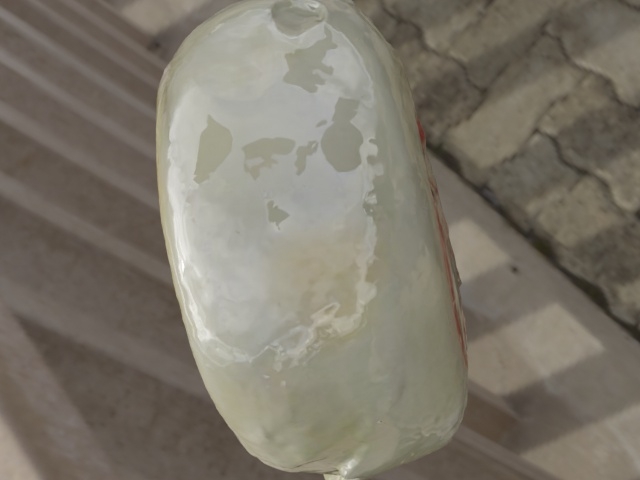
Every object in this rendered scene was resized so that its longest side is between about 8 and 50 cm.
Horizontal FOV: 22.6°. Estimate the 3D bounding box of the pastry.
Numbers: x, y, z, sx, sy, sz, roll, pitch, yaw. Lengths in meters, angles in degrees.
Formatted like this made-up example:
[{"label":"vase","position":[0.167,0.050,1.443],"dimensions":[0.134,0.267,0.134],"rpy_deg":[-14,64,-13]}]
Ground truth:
[{"label":"pastry","position":[-0.001,-0.002,0.845],"dimensions":[0.133,0.265,0.265],"rpy_deg":[-14,57,3]}]
